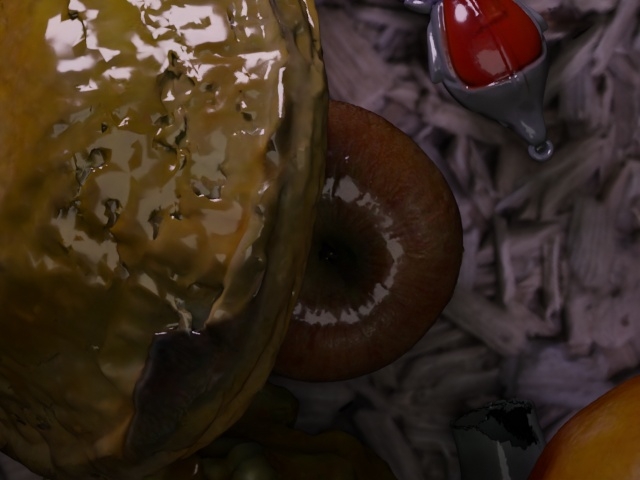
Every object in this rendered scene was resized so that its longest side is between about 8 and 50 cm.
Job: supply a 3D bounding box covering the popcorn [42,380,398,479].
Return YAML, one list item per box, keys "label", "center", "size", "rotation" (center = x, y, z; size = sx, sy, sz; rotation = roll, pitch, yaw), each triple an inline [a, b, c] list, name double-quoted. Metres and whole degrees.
- label: "popcorn"
  center: [-0.075, 0.271, 1.405]
  size: [0.321, 0.290, 0.326]
  rotation: [43, 74, -2]

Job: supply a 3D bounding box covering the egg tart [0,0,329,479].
- label: "egg tart"
  center: [-0.176, -0.055, 1.308]
  size: [0.178, 0.443, 0.443]
  rotation: [10, 96, -38]

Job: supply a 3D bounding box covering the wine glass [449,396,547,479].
- label: "wine glass"
  center: [0.158, 0.225, 1.500]
  size: [0.079, 0.079, 0.196]
  rotation: [-16, 96, 1]

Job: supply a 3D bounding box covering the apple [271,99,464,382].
- label: "apple"
  center: [0.000, 0.000, 1.425]
  size: [0.211, 0.188, 0.211]
  rotation: [0, 99, -2]

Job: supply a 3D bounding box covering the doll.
- label: "doll"
  center: [0.119, -0.160, 1.466]
  size: [0.102, 0.075, 0.227]
  rotation: [-29, 85, -8]

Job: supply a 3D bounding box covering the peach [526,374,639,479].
- label: "peach"
  center: [0.289, 0.222, 1.324]
  size: [0.332, 0.308, 0.308]
  rotation: [8, 95, 12]
